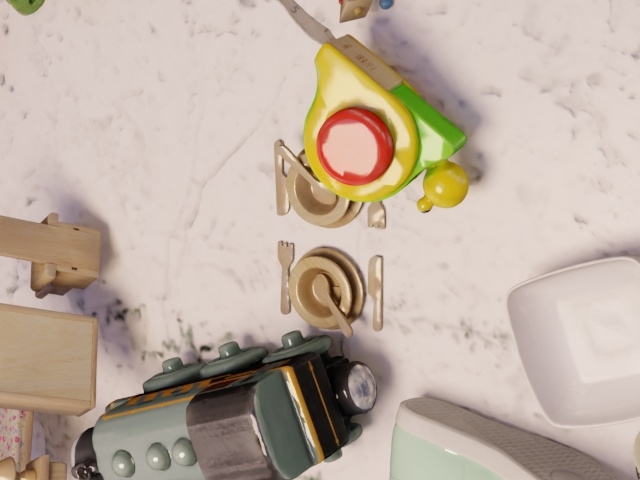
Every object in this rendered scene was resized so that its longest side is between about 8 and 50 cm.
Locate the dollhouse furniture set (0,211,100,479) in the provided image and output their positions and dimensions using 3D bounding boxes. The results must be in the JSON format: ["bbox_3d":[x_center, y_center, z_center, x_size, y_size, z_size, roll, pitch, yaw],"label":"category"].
[{"bbox_3d":[-0.412,0.161,1.309,0.355,0.173,0.303,-31,54,49],"label":"dollhouse furniture set"}]

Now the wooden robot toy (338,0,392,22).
[{"bbox_3d":[0.057,-0.277,0.991,0.173,0.076,0.079,-45,66,33],"label":"wooden robot toy"}]

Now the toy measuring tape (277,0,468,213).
[{"bbox_3d":[-0.004,-0.134,1.020,0.330,0.121,0.121,41,121,6],"label":"toy measuring tape"}]

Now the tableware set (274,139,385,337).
[{"bbox_3d":[0.000,0.000,1.114,0.128,0.039,0.194,7,106,32],"label":"tableware set"}]

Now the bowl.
[{"bbox_3d":[0.244,0.085,0.967,0.142,0.053,0.142,-18,91,35],"label":"bowl"}]

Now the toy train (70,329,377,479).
[{"bbox_3d":[-0.107,0.188,1.141,0.334,0.190,0.142,-16,93,35],"label":"toy train"}]

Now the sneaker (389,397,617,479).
[{"bbox_3d":[0.170,0.259,1.034,0.256,0.094,0.151,20,107,38],"label":"sneaker"}]

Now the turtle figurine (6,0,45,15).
[{"bbox_3d":[-0.369,-0.380,1.167,0.266,0.198,0.275,36,123,17],"label":"turtle figurine"}]

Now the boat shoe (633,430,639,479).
[{"bbox_3d":[0.376,0.204,0.911,0.233,0.084,0.079,10,145,24],"label":"boat shoe"}]
